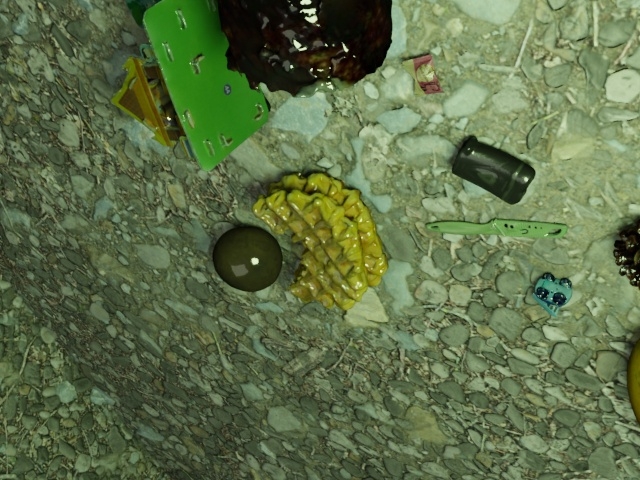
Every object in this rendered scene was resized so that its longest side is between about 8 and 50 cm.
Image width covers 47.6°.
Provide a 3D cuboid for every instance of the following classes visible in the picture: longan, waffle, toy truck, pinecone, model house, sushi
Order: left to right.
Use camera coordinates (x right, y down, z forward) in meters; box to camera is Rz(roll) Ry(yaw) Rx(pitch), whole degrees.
[{"bbox_3d":[-0.323,-0.350,1.465,0.313,0.242,0.357,9,133,32],"label":"model house"},{"bbox_3d":[-0.182,0.046,1.788,0.187,0.167,0.167,16,139,53],"label":"longan"},{"bbox_3d":[-0.028,-0.411,1.171,0.299,0.281,0.294,25,139,35],"label":"sushi"},{"bbox_3d":[0.000,0.000,1.623,0.261,0.151,0.324,-3,129,31],"label":"waffle"},{"bbox_3d":[0.472,0.116,1.479,0.073,0.056,0.090,21,150,24],"label":"toy truck"},{"bbox_3d":[0.576,0.023,1.264,0.140,0.140,0.121,57,163,-21],"label":"pinecone"}]

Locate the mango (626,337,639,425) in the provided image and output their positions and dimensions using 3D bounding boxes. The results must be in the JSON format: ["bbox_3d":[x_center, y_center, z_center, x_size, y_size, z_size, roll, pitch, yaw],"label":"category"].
[{"bbox_3d":[0.730,0.317,1.365,0.378,0.221,0.264,53,142,-3],"label":"mango"}]

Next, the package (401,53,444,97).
[{"bbox_3d":[0.186,-0.295,1.314,0.059,0.029,0.083,-6,135,29],"label":"package"}]

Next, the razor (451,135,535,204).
[{"bbox_3d":[0.320,-0.130,1.352,0.148,0.054,0.090,29,138,11],"label":"razor"}]

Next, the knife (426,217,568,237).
[{"bbox_3d":[0.347,-0.026,1.456,0.293,0.020,0.043,4,128,31],"label":"knife"}]
